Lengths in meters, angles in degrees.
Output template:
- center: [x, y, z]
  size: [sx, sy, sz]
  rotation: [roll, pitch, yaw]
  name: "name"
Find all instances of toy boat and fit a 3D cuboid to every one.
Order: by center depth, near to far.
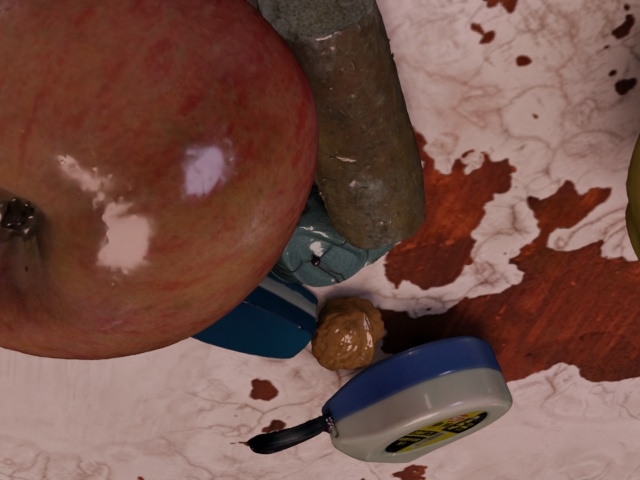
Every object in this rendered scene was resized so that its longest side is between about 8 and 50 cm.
- center: [-0.136, 0.053, 1.034]
  size: [0.299, 0.062, 0.096]
  rotation: [22, 130, -28]
  name: "toy boat"

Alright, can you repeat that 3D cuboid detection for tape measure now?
- center: [0.080, 0.180, 1.101]
  size: [0.215, 0.098, 0.351]
  rotation: [-29, 157, 21]
  name: "tape measure"

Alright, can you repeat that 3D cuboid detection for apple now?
- center: [-0.181, -0.057, 0.731]
  size: [0.344, 0.269, 0.345]
  rotation: [12, 143, 10]
  name: "apple"

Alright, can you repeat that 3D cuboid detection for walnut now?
- center: [0.030, 0.106, 1.103]
  size: [0.079, 0.082, 0.096]
  rotation: [-28, 160, -39]
  name: "walnut"

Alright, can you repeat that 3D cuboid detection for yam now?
- center: [0.027, -0.108, 0.858]
  size: [0.106, 0.106, 0.259]
  rotation: [-13, 136, 6]
  name: "yam"

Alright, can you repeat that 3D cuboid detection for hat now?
- center: [0.000, 0.000, 0.985]
  size: [0.138, 0.078, 0.191]
  rotation: [-30, 132, 24]
  name: "hat"

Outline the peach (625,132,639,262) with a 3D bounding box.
- center: [0.406, -0.064, 0.813]
  size: [0.281, 0.314, 0.316]
  rotation: [9, 118, 28]
  name: "peach"
